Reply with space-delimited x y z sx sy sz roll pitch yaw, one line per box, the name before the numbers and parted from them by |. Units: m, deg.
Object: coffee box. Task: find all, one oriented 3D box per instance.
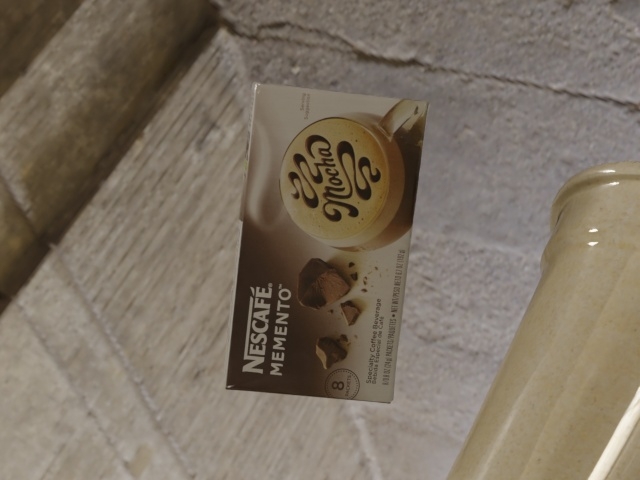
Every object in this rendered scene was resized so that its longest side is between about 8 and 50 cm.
coffee box | 0.000 0.000 1.111 0.168 0.297 0.119 6 -173 -6

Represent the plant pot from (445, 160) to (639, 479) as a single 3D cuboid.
plant pot | 0.265 0.158 0.928 0.334 0.305 0.334 33 161 13
